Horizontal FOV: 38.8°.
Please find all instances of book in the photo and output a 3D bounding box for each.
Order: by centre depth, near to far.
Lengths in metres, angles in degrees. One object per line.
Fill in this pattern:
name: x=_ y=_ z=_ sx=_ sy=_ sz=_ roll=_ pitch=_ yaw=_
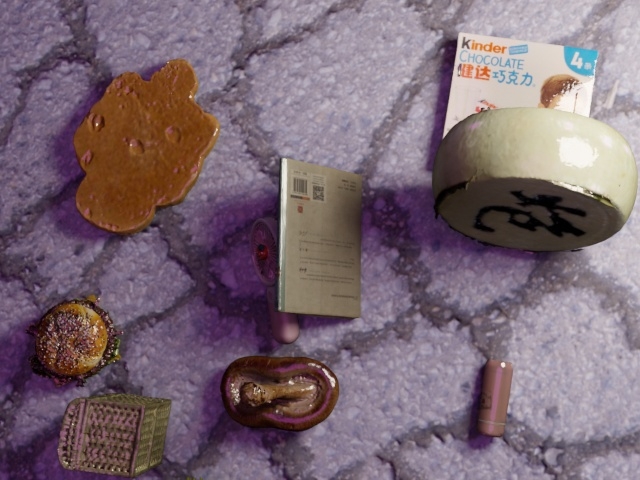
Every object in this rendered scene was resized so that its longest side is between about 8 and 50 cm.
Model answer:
book: x=0.000 y=0.000 z=1.695 sx=0.025 sy=0.214 sz=0.283 roll=-6 pitch=78 yaw=47

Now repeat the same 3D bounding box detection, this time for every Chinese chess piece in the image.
Chinese chess piece: x=0.367 y=-0.096 z=1.582 sx=0.349 sy=0.349 sz=0.147 roll=8 pitch=71 yaw=6

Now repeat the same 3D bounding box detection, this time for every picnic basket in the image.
picnic basket: x=-0.380 y=0.351 z=1.674 sx=0.154 sy=0.196 sz=0.134 roll=8 pitch=85 yaw=6

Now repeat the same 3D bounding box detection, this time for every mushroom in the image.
mushroom: x=-0.083 y=0.279 z=1.645 sx=0.226 sy=0.217 sz=0.148 roll=-6 pitch=82 yaw=4

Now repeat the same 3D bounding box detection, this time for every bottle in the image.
bottle: x=0.324 y=0.293 z=1.692 sx=0.053 sy=0.053 sz=0.140 roll=8 pitch=85 yaw=6

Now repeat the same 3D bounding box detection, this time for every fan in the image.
fan: x=-0.079 y=0.076 z=1.724 sx=0.074 sy=0.130 sz=0.245 roll=-9 pitch=95 yaw=-29

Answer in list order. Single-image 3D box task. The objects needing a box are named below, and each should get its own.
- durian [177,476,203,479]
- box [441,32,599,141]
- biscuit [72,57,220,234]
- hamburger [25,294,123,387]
durian: x=-0.222 y=0.549 z=1.640 sx=0.200 sy=0.176 sz=0.237 roll=21 pitch=102 yaw=50
box: x=0.379 y=-0.253 z=1.751 sx=0.273 sy=0.048 sz=0.265 roll=8 pitch=84 yaw=6
biscuit: x=-0.351 y=-0.190 z=1.805 sx=0.269 sy=0.051 sz=0.376 roll=27 pitch=86 yaw=10
hamburger: x=-0.481 y=0.196 z=1.752 sx=0.189 sy=0.093 sz=0.164 roll=-37 pitch=82 yaw=2
